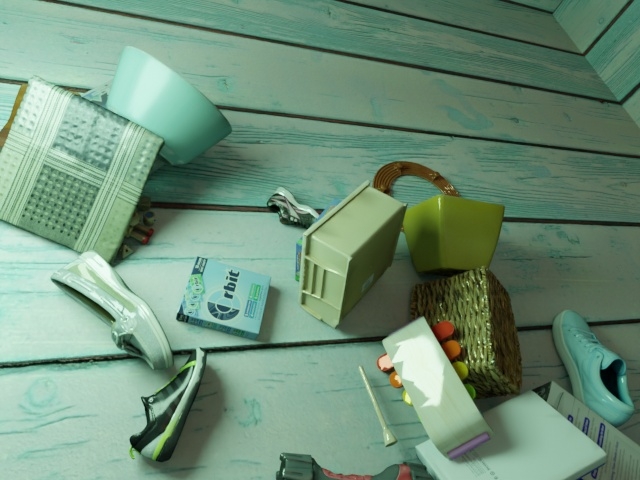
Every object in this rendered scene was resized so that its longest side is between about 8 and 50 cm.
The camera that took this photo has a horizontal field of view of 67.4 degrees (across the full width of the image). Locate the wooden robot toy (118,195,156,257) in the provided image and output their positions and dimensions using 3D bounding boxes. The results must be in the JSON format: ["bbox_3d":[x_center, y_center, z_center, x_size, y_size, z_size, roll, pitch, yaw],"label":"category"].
[{"bbox_3d":[-0.430,-0.045,1.129,0.076,0.079,0.173,21,51,-7],"label":"wooden robot toy"}]

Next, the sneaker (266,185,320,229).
[{"bbox_3d":[-0.074,-0.065,1.312,0.178,0.072,0.077,36,62,16],"label":"sneaker"}]

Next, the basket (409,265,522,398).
[{"bbox_3d":[0.374,0.252,1.244,0.213,0.223,0.299,42,41,-35],"label":"basket"}]

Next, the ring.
[{"bbox_3d":[0.326,-0.135,1.545,0.337,0.032,0.336,12,53,-16],"label":"ring"}]

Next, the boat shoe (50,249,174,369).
[{"bbox_3d":[-0.416,0.151,0.975,0.320,0.118,0.103,43,57,16],"label":"boat shoe"}]

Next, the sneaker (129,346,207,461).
[{"bbox_3d":[-0.295,0.303,0.929,0.097,0.084,0.234,21,51,-6],"label":"sneaker"}]

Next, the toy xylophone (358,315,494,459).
[{"bbox_3d":[0.222,0.321,1.073,0.236,0.081,0.322,-26,51,14],"label":"toy xylophone"}]

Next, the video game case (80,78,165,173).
[{"bbox_3d":[-0.497,-0.346,1.347,0.300,0.036,0.329,36,50,4],"label":"video game case"}]

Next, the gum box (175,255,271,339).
[{"bbox_3d":[-0.220,0.132,1.113,0.185,0.041,0.156,17,52,-10],"label":"gum box"}]

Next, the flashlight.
[{"bbox_3d":[0.066,0.477,0.953,0.304,0.103,0.103,13,70,-8],"label":"flashlight"}]

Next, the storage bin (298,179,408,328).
[{"bbox_3d":[0.076,0.038,1.172,0.123,0.260,0.262,29,47,22],"label":"storage bin"}]

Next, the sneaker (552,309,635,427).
[{"bbox_3d":[0.758,0.326,1.306,0.135,0.150,0.365,16,46,-15],"label":"sneaker"}]

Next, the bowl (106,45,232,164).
[{"bbox_3d":[-0.391,-0.300,1.174,0.312,0.311,0.163,34,82,3],"label":"bowl"}]

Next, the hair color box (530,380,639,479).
[{"bbox_3d":[0.642,0.524,1.150,0.339,0.110,0.185,38,51,5],"label":"hair color box"}]

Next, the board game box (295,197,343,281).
[{"bbox_3d":[0.000,0.000,1.239,0.035,0.136,0.201,23,48,18],"label":"board game box"}]

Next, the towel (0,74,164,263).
[{"bbox_3d":[-0.543,-0.146,1.059,0.312,0.056,0.324,25,93,-8],"label":"towel"}]

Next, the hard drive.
[{"bbox_3d":[0.395,0.455,1.019,0.319,0.040,0.210,-19,28,-16],"label":"hard drive"}]

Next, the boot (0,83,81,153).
[{"bbox_3d":[-0.651,-0.257,1.188,0.264,0.096,0.280,7,55,-3],"label":"boot"}]

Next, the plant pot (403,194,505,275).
[{"bbox_3d":[0.365,0.001,1.350,0.212,0.212,0.187,8,79,-18],"label":"plant pot"}]
